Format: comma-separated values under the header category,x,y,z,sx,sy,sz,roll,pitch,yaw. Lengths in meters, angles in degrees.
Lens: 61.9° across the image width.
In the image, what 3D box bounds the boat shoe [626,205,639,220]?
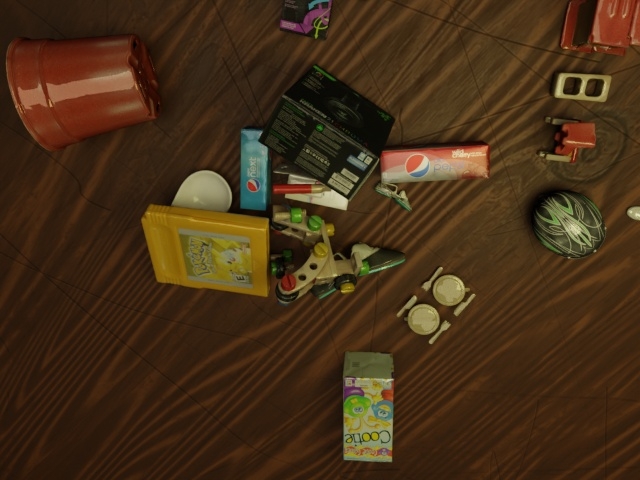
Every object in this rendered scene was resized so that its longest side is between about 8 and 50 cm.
category,x,y,z,sx,sy,sz,roll,pitch,yaw
boat shoe,0.828,-0.059,1.347,0.100,0.035,0.035,20,109,-1

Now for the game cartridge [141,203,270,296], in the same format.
category,x,y,z,sx,sy,sz,roll,pitch,yaw
game cartridge,-0.297,0.034,1.421,0.324,0.052,0.285,6,137,1

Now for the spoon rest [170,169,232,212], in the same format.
category,x,y,z,sx,sy,sz,roll,pitch,yaw
spoon rest,-0.359,-0.079,1.442,0.276,0.084,0.137,-35,102,16

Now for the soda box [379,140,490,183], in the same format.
category,x,y,z,sx,sy,sz,roll,pitch,yaw
soda box,0.280,-0.196,1.330,0.264,0.092,0.083,-3,107,7

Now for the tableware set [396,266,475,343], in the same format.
category,x,y,z,sx,sy,sz,roll,pitch,yaw
tableware set,0.321,0.176,1.480,0.128,0.039,0.194,40,102,5

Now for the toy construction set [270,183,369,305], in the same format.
category,x,y,z,sx,sy,sz,roll,pitch,yaw
toy construction set,0.000,0.000,1.316,0.237,0.257,0.308,-3,128,-8

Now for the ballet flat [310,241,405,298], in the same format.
category,x,y,z,sx,sy,sz,roll,pitch,yaw
ballet flat,0.086,0.067,1.442,0.281,0.095,0.096,-25,92,13

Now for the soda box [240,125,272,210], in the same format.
category,x,y,z,sx,sy,sz,roll,pitch,yaw
soda box,-0.167,-0.189,1.393,0.071,0.067,0.210,5,108,5

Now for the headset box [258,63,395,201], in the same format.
category,x,y,z,sx,sy,sz,roll,pitch,yaw
headset box,0.028,-0.262,1.244,0.246,0.283,0.131,33,124,-4

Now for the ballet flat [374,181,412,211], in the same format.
category,x,y,z,sx,sy,sz,roll,pitch,yaw
ballet flat,0.198,-0.120,1.394,0.114,0.041,0.041,31,109,-5

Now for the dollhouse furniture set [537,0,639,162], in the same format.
category,x,y,z,sx,sy,sz,roll,pitch,yaw
dollhouse furniture set,0.621,-0.350,1.185,0.152,0.201,0.373,6,108,4

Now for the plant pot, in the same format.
category,x,y,z,sx,sy,sz,roll,pitch,yaw
plant pot,-0.545,-0.370,1.285,0.265,0.272,0.272,-9,107,1

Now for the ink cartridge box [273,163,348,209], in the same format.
category,x,y,z,sx,sy,sz,roll,pitch,yaw
ink cartridge box,-0.020,-0.141,1.369,0.198,0.115,0.067,13,109,3

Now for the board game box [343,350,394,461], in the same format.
category,x,y,z,sx,sy,sz,roll,pitch,yaw
board game box,0.139,0.478,1.543,0.142,0.144,0.275,1,109,5

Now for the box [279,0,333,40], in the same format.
category,x,y,z,sx,sy,sz,roll,pitch,yaw
box,-0.029,-0.564,1.250,0.116,0.029,0.162,13,126,2

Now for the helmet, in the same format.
category,x,y,z,sx,sy,sz,roll,pitch,yaw
helmet,0.606,-0.041,1.310,0.170,0.161,0.169,2,109,6
